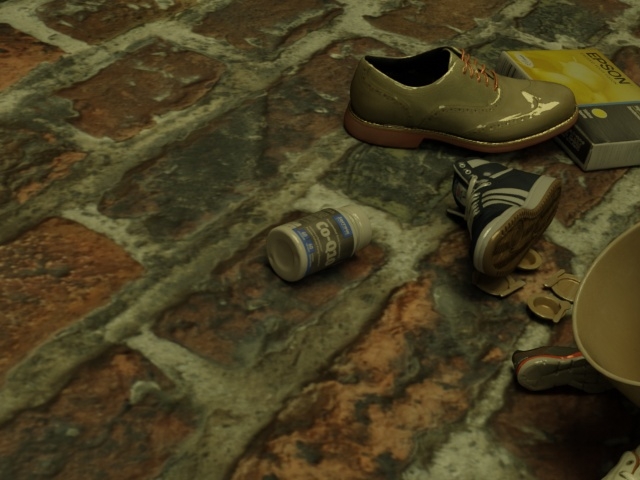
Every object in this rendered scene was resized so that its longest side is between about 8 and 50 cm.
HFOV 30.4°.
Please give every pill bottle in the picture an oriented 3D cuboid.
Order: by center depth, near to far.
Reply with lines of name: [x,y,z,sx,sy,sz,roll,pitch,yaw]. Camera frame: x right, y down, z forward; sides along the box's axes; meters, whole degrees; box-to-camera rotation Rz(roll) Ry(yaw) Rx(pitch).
pill bottle: [0.000,0.000,1.606,0.137,0.078,0.078,-22,49,-38]

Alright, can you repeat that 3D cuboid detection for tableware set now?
tableware set: [0.303,0.059,1.673,0.169,0.020,0.141,30,39,21]

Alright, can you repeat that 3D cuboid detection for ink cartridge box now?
ink cartridge box: [0.518,-0.245,2.115,0.307,0.072,0.303,-9,41,-25]

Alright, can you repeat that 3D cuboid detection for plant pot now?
plant pot: [0.464,0.137,1.357,0.257,0.274,0.256,-25,37,21]

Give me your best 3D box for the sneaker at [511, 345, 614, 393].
sneaker: [0.320,0.155,1.519,0.158,0.061,0.065,4,27,-17]

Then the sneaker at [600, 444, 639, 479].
sneaker: [0.322,0.279,1.245,0.106,0.123,0.290,30,26,20]

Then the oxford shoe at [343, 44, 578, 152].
oxford shoe: [0.242,-0.237,1.921,0.397,0.146,0.140,-4,41,-12]

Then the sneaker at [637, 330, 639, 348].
sneaker: [0.451,0.094,1.592,0.140,0.125,0.341,-13,13,36]

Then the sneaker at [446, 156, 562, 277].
sneaker: [0.233,-0.039,1.695,0.153,0.099,0.282,20,29,22]
